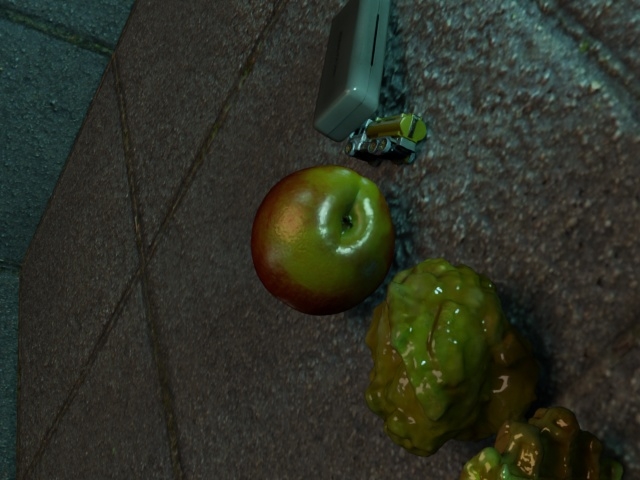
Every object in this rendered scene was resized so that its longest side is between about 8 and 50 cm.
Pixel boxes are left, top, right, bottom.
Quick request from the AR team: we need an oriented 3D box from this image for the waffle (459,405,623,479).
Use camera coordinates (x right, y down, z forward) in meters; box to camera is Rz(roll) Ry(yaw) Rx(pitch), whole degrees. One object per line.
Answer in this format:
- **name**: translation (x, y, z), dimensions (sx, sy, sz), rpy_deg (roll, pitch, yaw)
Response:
- **waffle**: translation (0.173, 0.240, 0.637), dimensions (0.055, 0.160, 0.211), rpy_deg (8, 85, 59)

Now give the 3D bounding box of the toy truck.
- **toy truck**: translation (0.087, -0.138, 1.043), dimensions (0.123, 0.052, 0.063), rpy_deg (5, 77, 58)

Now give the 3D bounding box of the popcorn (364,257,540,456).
- **popcorn**: translation (0.126, 0.116, 0.786), dimensions (0.197, 0.155, 0.198), rpy_deg (179, 90, -73)

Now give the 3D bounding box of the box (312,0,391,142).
- **box**: translation (0.047, -0.256, 1.102), dimensions (0.103, 0.055, 0.244), rpy_deg (-39, 33, 44)

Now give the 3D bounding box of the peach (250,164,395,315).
- **peach**: translation (0.000, 0.000, 1.002), dimensions (0.192, 0.190, 0.190), rpy_deg (-31, 52, 54)
